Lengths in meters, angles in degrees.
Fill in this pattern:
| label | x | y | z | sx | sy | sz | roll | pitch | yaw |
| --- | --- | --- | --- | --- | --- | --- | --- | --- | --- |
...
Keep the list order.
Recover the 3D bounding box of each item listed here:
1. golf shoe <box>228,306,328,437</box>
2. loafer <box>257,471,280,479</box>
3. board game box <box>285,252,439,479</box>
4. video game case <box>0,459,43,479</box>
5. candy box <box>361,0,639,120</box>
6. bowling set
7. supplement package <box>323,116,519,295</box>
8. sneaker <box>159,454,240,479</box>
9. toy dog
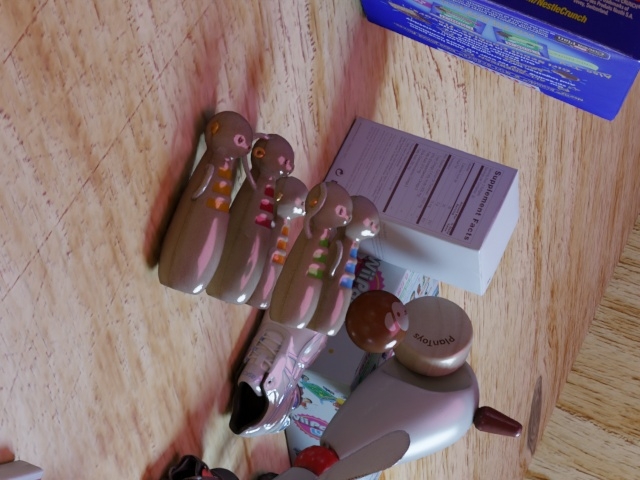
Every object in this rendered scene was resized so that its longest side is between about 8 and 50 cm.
| label | x | y | z | sx | sy | sz | roll | pitch | yaw |
| --- | --- | --- | --- | --- | --- | --- | --- | --- | --- |
| golf shoe | -0.044 | 0.116 | 1.786 | 0.086 | 0.069 | 0.176 | -21 | 128 | -62 |
| loafer | 0.005 | 0.363 | 2.092 | 0.366 | 0.134 | 0.130 | 35 | 80 | -55 |
| board game box | 0.047 | 0.128 | 2.036 | 0.303 | 0.098 | 0.224 | 84 | 30 | -58 |
| video game case | -0.287 | 0.300 | 1.275 | 0.204 | 0.025 | 0.285 | 0 | 109 | -73 |
| candy box | 0.170 | -0.228 | 1.631 | 0.317 | 0.268 | 0.122 | 54 | 59 | -83 |
| bowling set | 0.000 | 0.000 | 1.574 | 0.287 | 0.200 | 0.154 | 20 | 89 | -78 |
| supplement package | 0.103 | -0.035 | 1.876 | 0.105 | 0.179 | 0.105 | 79 | 35 | -62 |
| sneaker | -0.112 | 0.230 | 1.709 | 0.158 | 0.061 | 0.064 | -24 | 126 | -69 |
| toy dog | 0.076 | 0.220 | 1.819 | 0.333 | 0.161 | 0.220 | -54 | 158 | -16 |
